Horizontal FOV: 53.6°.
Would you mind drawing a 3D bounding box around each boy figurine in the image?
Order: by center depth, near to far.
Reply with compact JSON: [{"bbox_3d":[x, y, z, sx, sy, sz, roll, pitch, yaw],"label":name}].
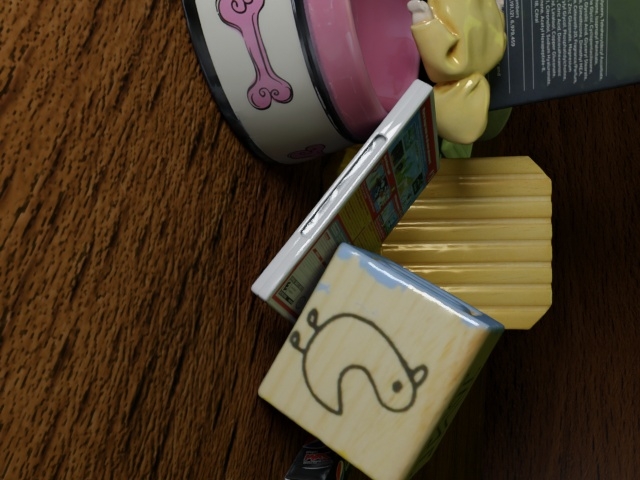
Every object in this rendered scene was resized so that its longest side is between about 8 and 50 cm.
[{"bbox_3d":[0.174,-0.265,0.790,0.177,0.092,0.285,-27,119,-37],"label":"boy figurine"}]

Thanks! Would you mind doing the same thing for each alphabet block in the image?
[{"bbox_3d":[0.079,0.138,0.741,0.197,0.192,0.193,-62,156,4],"label":"alphabet block"}]

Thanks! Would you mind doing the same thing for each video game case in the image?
[{"bbox_3d":[0.044,-0.024,0.739,0.285,0.025,0.204,-52,158,-8],"label":"video game case"}]

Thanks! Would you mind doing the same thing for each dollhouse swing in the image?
[{"bbox_3d":[0.199,0.008,0.991,0.315,0.304,0.347,-2,92,-69],"label":"dollhouse swing"}]

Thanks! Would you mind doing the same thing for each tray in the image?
[{"bbox_3d":[0.385,-0.277,1.750,0.270,0.030,0.145,24,76,-66],"label":"tray"}]

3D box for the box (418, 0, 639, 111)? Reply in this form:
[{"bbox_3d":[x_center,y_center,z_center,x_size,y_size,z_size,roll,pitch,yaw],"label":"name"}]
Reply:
[{"bbox_3d":[0.300,-0.342,1.012,0.293,0.395,0.212,-132,-149,-68],"label":"box"}]

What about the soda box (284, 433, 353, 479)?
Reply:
[{"bbox_3d":[0.011,0.285,0.840,0.169,0.053,0.060,-45,130,-62],"label":"soda box"}]

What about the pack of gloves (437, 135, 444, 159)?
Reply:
[{"bbox_3d":[0.340,-0.277,1.719,0.195,0.046,0.232,53,41,-58],"label":"pack of gloves"}]

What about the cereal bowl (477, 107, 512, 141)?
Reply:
[{"bbox_3d":[0.277,-0.369,1.342,0.339,0.141,0.339,171,-90,-81],"label":"cereal bowl"}]

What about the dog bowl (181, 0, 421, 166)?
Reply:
[{"bbox_3d":[0.008,-0.291,0.719,0.408,0.150,0.408,0,90,-69],"label":"dog bowl"}]
